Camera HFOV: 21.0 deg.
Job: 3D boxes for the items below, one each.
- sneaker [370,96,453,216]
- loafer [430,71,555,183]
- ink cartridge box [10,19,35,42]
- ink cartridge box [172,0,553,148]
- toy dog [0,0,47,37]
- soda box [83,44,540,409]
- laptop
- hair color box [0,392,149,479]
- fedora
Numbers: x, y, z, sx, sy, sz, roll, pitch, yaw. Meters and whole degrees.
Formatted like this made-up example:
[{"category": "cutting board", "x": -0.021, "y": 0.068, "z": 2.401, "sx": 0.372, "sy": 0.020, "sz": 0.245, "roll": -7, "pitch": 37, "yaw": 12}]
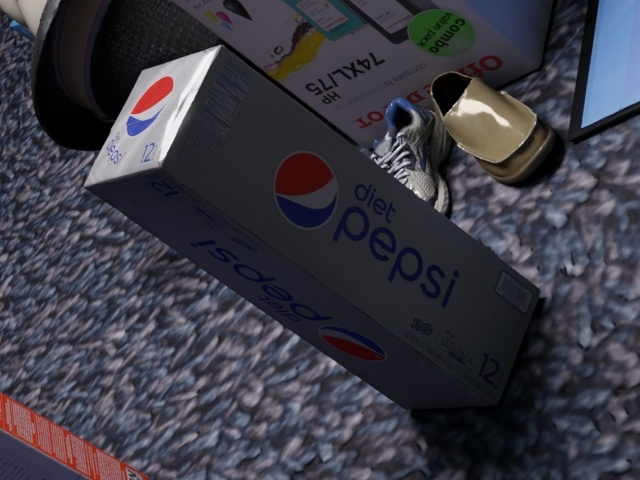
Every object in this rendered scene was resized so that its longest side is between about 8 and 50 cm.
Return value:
[{"category": "sneaker", "x": 0.061, "y": -0.053, "z": 1.293, "sx": 0.052, "sy": 0.058, "sz": 0.135, "roll": -33, "pitch": 35, "yaw": 33}, {"category": "loafer", "x": 0.118, "y": -0.084, "z": 1.250, "sx": 0.056, "sy": 0.050, "sz": 0.148, "roll": -53, "pitch": 28, "yaw": 0}, {"category": "ink cartridge box", "x": -0.296, "y": -0.293, "z": 2.104, "sx": 0.181, "sy": 0.061, "sz": 0.104, "roll": 3, "pitch": 61, "yaw": 58}, {"category": "ink cartridge box", "x": 0.027, "y": -0.245, "z": 1.335, "sx": 0.198, "sy": 0.270, "sz": 0.197, "roll": -24, "pitch": 41, "yaw": 43}, {"category": "toy dog", "x": -0.201, "y": -0.368, "z": 1.883, "sx": 0.395, "sy": 0.284, "sz": 0.408, "roll": 14, "pitch": 63, "yaw": 21}, {"category": "soda box", "x": 0.000, "y": 0.000, "z": 1.081, "sx": 0.098, "sy": 0.286, "sz": 0.091, "roll": -10, "pitch": 50, "yaw": 54}, {"category": "laptop", "x": 0.236, "y": -0.235, "z": 1.147, "sx": 0.136, "sy": 0.264, "sz": 0.234, "roll": 3, "pitch": 53, "yaw": 14}, {"category": "hair color box", "x": -0.221, "y": 0.190, "z": 1.330, "sx": 0.093, "sy": 0.167, "sz": 0.053, "roll": -45, "pitch": 30, "yaw": 16}, {"category": "fedora", "x": -0.095, "y": -0.175, "z": 1.481, "sx": 0.334, "sy": 0.152, "sz": 0.334, "roll": -49, "pitch": -18, "yaw": -22}]
